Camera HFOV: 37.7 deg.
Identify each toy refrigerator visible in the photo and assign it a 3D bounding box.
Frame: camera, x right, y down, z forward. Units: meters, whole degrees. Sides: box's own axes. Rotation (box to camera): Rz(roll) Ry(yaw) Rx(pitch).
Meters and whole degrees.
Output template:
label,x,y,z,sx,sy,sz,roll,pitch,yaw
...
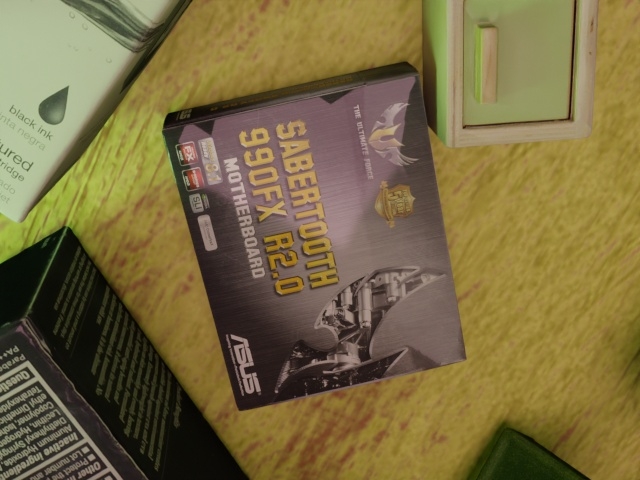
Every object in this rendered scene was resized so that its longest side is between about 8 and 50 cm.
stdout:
label,x,y,z,sx,sy,sz,roll,pitch,yaw
toy refrigerator,0.124,-0.203,0.615,0.102,0.094,0.269,-4,111,-4

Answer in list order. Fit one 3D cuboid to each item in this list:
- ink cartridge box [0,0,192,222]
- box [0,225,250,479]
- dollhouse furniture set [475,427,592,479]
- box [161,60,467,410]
label,x,y,z,sx,sy,sz,roll,pitch,yaw
ink cartridge box,-0.175,-0.179,0.546,0.198,0.114,0.273,37,119,-11
box,-0.236,0.201,0.683,0.296,0.182,0.294,-29,110,5
dollhouse furniture set,0.287,0.168,0.781,0.198,0.151,0.301,31,87,-36
box,0.000,0.000,0.698,0.183,0.056,0.231,-12,111,0
